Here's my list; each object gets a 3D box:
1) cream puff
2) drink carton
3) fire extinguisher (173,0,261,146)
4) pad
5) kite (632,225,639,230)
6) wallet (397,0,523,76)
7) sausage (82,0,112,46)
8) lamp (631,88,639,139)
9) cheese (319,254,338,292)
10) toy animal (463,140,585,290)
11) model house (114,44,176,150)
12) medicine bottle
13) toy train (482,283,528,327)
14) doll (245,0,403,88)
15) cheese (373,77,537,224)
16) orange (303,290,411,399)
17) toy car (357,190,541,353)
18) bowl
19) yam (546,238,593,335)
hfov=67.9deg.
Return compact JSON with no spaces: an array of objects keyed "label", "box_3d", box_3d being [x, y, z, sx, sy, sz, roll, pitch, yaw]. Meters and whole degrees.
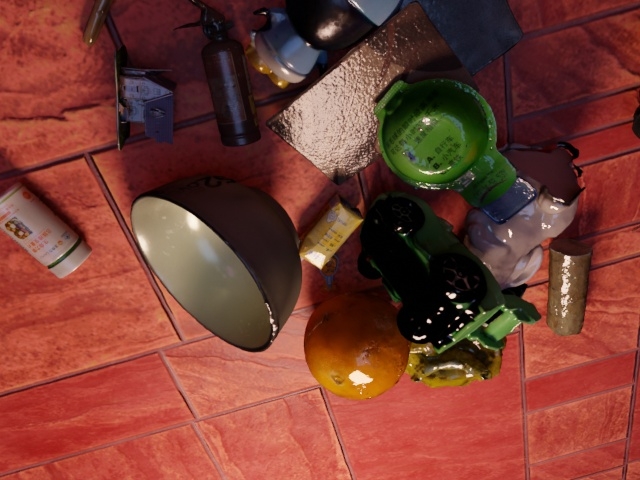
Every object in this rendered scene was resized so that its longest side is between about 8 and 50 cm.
[{"label":"cream puff","box_3d":[0.313,0.264,1.132,0.281,0.185,0.282,-3,115,-7]},{"label":"drink carton","box_3d":[0.000,0.000,1.007,0.084,0.074,0.200,32,108,-22]},{"label":"fire extinguisher","box_3d":[-0.169,-0.285,0.811,0.075,0.106,0.252,8,122,27]},{"label":"pad","box_3d":[0.089,-0.236,0.849,0.330,0.004,0.220,-32,133,29]},{"label":"kite","box_3d":[0.786,-0.039,1.136,0.044,0.002,0.078,36,107,-23]},{"label":"wallet","box_3d":[0.193,-0.449,0.807,0.190,0.046,0.379,-34,116,10]},{"label":"sausage","box_3d":[-0.359,-0.380,0.778,0.024,0.024,0.132,27,110,-20]},{"label":"lamp","box_3d":[0.745,-0.351,0.843,0.374,0.205,0.272,-27,123,19]},{"label":"cheese","box_3d":[0.018,0.073,1.081,0.047,0.017,0.111,-4,119,-3]},{"label":"toy animal","box_3d":[0.396,-0.021,1.008,0.257,0.194,0.357,-15,139,-27]},{"label":"model house","box_3d":[-0.296,-0.239,0.815,0.088,0.117,0.167,3,115,-14]},{"label":"medicine bottle","box_3d":[-0.540,-0.019,0.913,0.086,0.086,0.183,-33,118,10]},{"label":"toy train","box_3d":[0.407,0.151,1.073,0.052,0.234,0.051,26,124,28]},{"label":"doll","box_3d":[0.013,-0.379,0.757,0.314,0.141,0.177,-34,132,31]},{"label":"cheese","box_3d":[0.235,-0.152,0.837,0.320,0.083,0.204,38,125,-8]},{"label":"orange","box_3d":[0.080,0.230,1.055,0.240,0.240,0.240,-3,119,-6]},{"label":"toy car","box_3d":[0.224,0.066,0.936,0.176,0.359,0.213,-20,151,-27]},{"label":"bowl","box_3d":[-0.163,0.018,0.892,0.185,0.353,0.354,-43,126,-35]},{"label":"yam","box_3d":[0.594,0.118,1.146,0.093,0.093,0.259,-13,119,-1]}]
